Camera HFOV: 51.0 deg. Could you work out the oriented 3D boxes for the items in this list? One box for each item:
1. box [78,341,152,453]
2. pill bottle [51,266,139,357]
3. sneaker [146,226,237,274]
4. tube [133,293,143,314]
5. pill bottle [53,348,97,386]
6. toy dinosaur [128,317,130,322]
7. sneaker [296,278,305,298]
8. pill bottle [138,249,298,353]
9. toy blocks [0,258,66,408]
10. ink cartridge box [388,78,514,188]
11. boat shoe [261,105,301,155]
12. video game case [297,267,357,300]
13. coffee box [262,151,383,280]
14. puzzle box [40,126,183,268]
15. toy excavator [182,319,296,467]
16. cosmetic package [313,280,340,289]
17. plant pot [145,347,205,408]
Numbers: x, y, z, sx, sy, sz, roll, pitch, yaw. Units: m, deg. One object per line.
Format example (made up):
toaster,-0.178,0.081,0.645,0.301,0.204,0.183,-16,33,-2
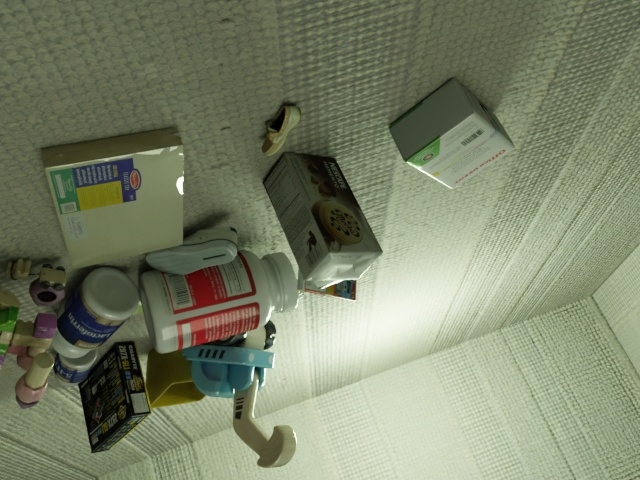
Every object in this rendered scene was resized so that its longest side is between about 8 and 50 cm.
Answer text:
box,-0.689,0.522,2.225,0.079,0.257,0.322,3,144,-44
pill bottle,-0.607,0.198,1.779,0.153,0.153,0.264,6,143,-45
sneaker,-0.326,0.023,1.734,0.257,0.091,0.094,-7,134,17
tube,-0.481,0.176,1.956,0.240,0.070,0.062,-7,-177,-25
pill bottle,-0.754,0.374,2.050,0.111,0.112,0.187,-4,149,-33
toy dinosaur,-0.572,0.210,1.967,0.082,0.047,0.090,-33,149,-22
sneaker,-0.157,0.173,2.196,0.208,0.082,0.094,-27,144,1
pill bottle,-0.280,0.156,1.870,0.407,0.229,0.229,-12,153,-21
toy blocks,-0.759,0.229,1.529,0.288,0.309,0.260,15,130,-28
ink cartridge box,0.334,-0.258,1.686,0.201,0.117,0.278,-35,152,25
boat shoe,-0.096,-0.242,1.458,0.045,0.050,0.135,7,132,-41
video game case,0.027,0.064,1.985,0.025,0.204,0.285,-5,167,34
coffee box,0.000,-0.058,1.598,0.168,0.297,0.119,2,142,-39
puzzle box,-0.440,-0.083,1.483,0.271,0.052,0.409,-13,153,-19
toy excavator,-0.253,0.455,2.105,0.432,0.446,0.222,0,168,30
cosmetic package,0.000,0.000,1.787,0.117,0.231,0.085,-24,155,3
plant pot,-0.483,0.439,2.309,0.212,0.187,0.212,2,145,-41
